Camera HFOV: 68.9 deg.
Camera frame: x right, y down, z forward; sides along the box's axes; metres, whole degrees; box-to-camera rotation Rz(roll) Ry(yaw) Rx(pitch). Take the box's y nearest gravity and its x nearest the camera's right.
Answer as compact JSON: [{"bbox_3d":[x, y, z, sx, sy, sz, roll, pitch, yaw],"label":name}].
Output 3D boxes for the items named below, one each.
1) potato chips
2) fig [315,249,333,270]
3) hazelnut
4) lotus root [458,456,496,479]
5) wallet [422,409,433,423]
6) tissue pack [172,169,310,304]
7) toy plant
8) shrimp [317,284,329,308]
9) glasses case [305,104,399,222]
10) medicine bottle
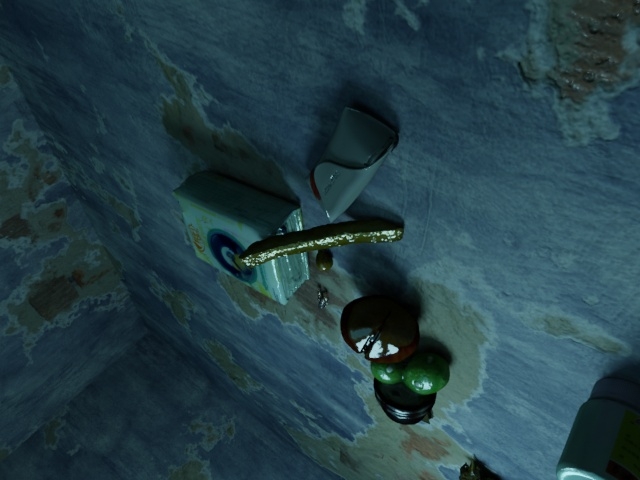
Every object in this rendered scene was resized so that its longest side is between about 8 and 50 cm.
[{"bbox_3d":[0.000,0.000,1.121,0.406,0.080,0.057,-10,132,17],"label":"potato chips"},{"bbox_3d":[0.003,0.046,1.292,0.050,0.050,0.083,-19,102,55],"label":"fig"},{"bbox_3d":[0.149,0.236,1.218,0.212,0.181,0.181,28,126,8],"label":"hazelnut"},{"bbox_3d":[0.523,0.829,1.496,0.154,0.154,0.278,-14,110,54],"label":"lotus root"},{"bbox_3d":[0.274,0.531,1.541,0.198,0.031,0.110,14,137,39],"label":"wallet"},{"bbox_3d":[-0.227,-0.016,1.375,0.387,0.162,0.288,24,139,30],"label":"tissue pack"},{"bbox_3d":[0.245,0.399,1.305,0.217,0.175,0.235,8,125,20],"label":"toy plant"},{"bbox_3d":[0.009,0.183,1.452,0.038,0.029,0.092,23,138,33],"label":"shrimp"},{"bbox_3d":[0.042,-0.149,0.992,0.128,0.083,0.308,43,148,3],"label":"glasses case"},{"bbox_3d":[0.550,0.386,0.883,0.139,0.225,0.139,29,144,24],"label":"medicine bottle"}]
